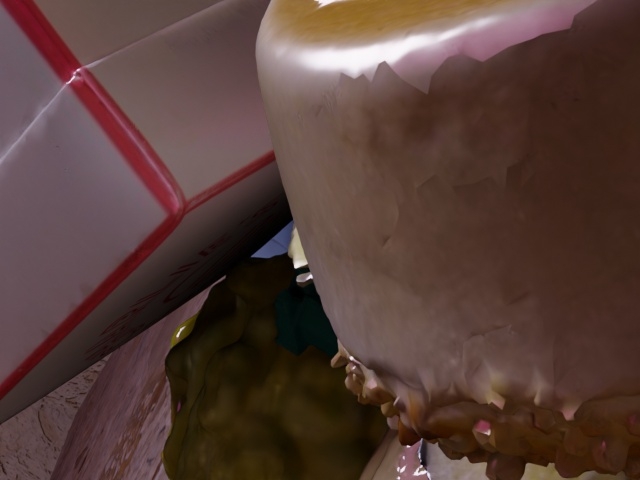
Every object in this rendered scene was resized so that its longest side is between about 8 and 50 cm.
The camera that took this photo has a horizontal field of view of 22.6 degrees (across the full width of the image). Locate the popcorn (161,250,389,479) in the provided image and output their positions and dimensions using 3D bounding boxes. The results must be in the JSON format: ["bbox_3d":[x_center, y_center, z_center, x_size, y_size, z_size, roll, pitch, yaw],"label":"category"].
[{"bbox_3d":[-0.021,0.123,0.973,0.286,0.174,0.225,155,136,-74],"label":"popcorn"}]

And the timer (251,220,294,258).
[{"bbox_3d":[0.038,-0.053,1.196,0.255,0.175,0.175,-65,10,-25],"label":"timer"}]

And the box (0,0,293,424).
[{"bbox_3d":[-0.143,-0.110,0.881,0.312,0.300,0.314,-34,-5,-47],"label":"box"}]

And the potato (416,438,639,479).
[{"bbox_3d":[0.119,0.067,0.572,0.164,0.081,0.200,-2,39,26],"label":"potato"}]

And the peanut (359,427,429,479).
[{"bbox_3d":[0.093,0.051,0.704,0.256,0.124,0.123,-60,9,-4],"label":"peanut"}]

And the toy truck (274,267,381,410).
[{"bbox_3d":[0.073,-0.021,0.809,0.216,0.110,0.116,-42,-36,-25],"label":"toy truck"}]

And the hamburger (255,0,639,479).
[{"bbox_3d":[0.125,-0.043,0.462,0.302,0.170,0.302,-22,20,8],"label":"hamburger"}]
